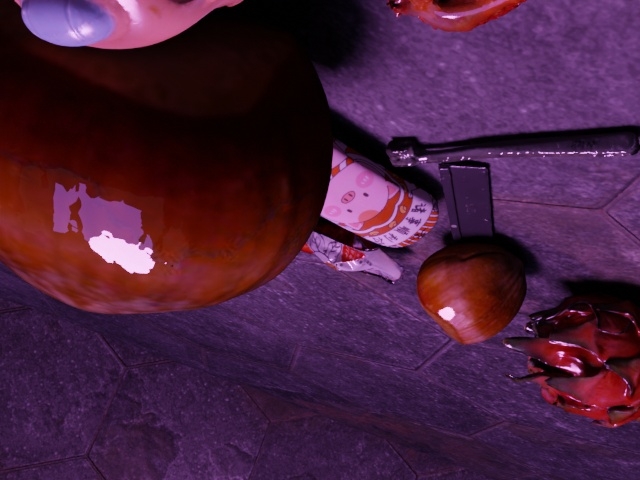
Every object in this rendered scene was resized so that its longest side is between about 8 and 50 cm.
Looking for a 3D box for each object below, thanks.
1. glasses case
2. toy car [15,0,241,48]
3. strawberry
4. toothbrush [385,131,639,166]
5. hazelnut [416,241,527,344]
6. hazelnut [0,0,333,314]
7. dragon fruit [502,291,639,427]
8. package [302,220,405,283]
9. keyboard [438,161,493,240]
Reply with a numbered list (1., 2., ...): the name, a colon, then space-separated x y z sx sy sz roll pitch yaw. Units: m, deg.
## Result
1. glasses case: 0.033 -0.073 0.983 0.266 0.067 0.103 27 131 -23
2. toy car: -0.155 -0.250 0.537 0.180 0.212 0.270 8 148 27
3. strawberry: 0.116 -0.209 0.645 0.152 0.048 0.104 8 159 36
4. toothbrush: 0.199 -0.101 0.854 0.297 0.030 0.030 3 143 39
5. hazelnut: 0.219 0.072 1.107 0.150 0.150 0.150 18 159 7
6. hazelnut: -0.191 -0.101 0.782 0.409 0.359 0.359 27 158 -2
7. dragon fruit: 0.390 0.167 1.111 0.274 0.193 0.192 23 -173 -6
8. package: 0.000 0.000 1.239 0.269 0.071 0.194 21 161 36
9. keyboard: 0.191 -0.048 1.008 0.060 0.018 0.195 5 155 17
